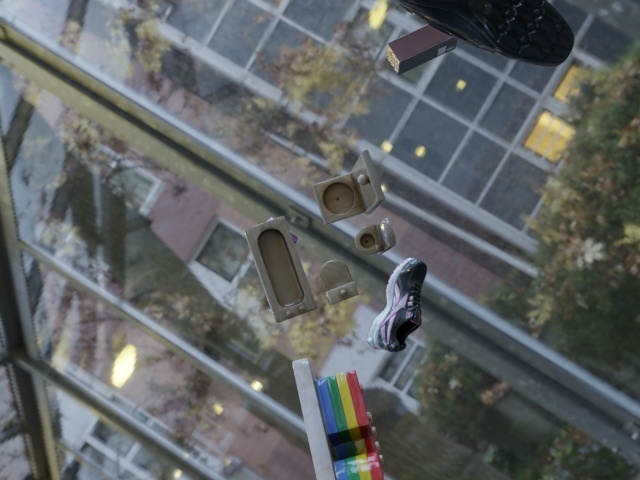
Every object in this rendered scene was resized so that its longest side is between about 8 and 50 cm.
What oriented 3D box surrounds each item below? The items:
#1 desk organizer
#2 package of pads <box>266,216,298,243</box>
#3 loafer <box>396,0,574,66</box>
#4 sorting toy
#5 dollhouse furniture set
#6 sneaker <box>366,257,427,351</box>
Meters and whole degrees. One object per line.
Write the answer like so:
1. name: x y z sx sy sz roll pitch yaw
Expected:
1. desk organizer: 0.192 -0.370 1.775 0.130 0.050 0.047 -26 -19 -10
2. package of pads: -0.068 -0.001 1.386 0.050 0.032 0.083 -53 25 1
3. loafer: 0.169 -0.253 1.018 0.078 0.223 0.076 -87 21 -88
4. sorting toy: 0.048 0.329 1.335 0.257 0.089 0.256 75 -179 -52
5. dollhouse furniture set: 0.000 0.000 1.043 0.151 0.144 0.123 -19 -4 -6
6. sneaker: 0.157 0.123 1.676 0.072 0.077 0.178 24 -93 -42
